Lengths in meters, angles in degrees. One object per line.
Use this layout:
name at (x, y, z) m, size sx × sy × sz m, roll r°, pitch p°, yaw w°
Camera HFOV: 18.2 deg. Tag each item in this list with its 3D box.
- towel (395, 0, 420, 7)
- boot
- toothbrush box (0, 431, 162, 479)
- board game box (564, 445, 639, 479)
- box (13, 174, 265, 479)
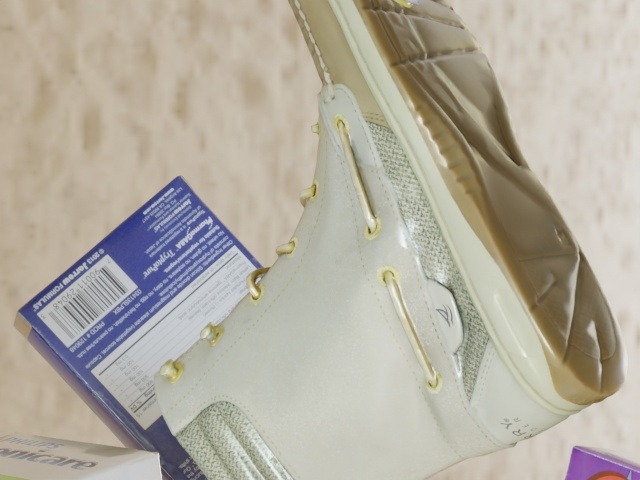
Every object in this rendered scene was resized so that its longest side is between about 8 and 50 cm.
towel at (0.020, -0.119, 0.607) m, size 0.009 × 0.060 × 0.083 m, roll -45°, pitch 160°, yaw -78°
boot at (0.000, 0.000, 0.738) m, size 0.077 × 0.165 × 0.213 m, roll 1°, pitch 58°, yaw -53°
toothbrush box at (-0.197, 0.225, 0.891) m, size 0.283 × 0.122 × 0.206 m, roll -17°, pitch 103°, yaw -41°
board game box at (0.254, 0.258, 1.075) m, size 0.056 × 0.346 × 0.208 m, roll 16°, pitch 91°, yaw -45°
box at (-0.059, 0.086, 1.199) m, size 0.136 × 0.225 × 0.036 m, roll -41°, pitch 175°, yaw -23°
